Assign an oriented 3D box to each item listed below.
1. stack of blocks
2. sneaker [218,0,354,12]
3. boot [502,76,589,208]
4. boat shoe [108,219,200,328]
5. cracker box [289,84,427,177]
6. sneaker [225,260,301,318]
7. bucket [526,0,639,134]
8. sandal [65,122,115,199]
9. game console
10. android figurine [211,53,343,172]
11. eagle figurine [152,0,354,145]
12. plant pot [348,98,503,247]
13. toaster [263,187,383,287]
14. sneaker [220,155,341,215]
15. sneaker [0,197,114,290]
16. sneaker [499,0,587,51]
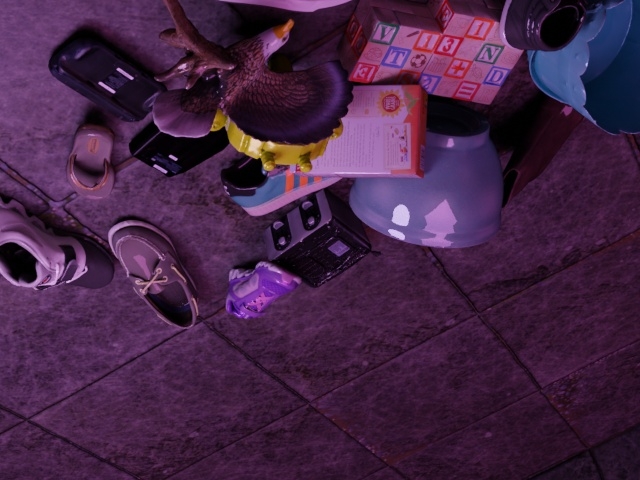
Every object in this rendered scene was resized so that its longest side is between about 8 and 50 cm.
[{"bbox_3d":[0.200,-0.349,1.779,0.297,0.087,0.171,5,135,-26],"label":"stack of blocks"},{"bbox_3d":[-0.055,-0.453,1.543,0.295,0.124,0.178,-1,147,-18],"label":"sneaker"},{"bbox_3d":[0.427,-0.190,1.969,0.090,0.207,0.248,32,141,10],"label":"boot"},{"bbox_3d":[-0.327,0.072,2.054,0.109,0.091,0.305,-24,140,6],"label":"boat shoe"},{"bbox_3d":[0.066,-0.190,1.785,0.232,0.156,0.067,2,177,18],"label":"cracker box"},{"bbox_3d":[-0.125,0.109,2.082,0.095,0.105,0.236,31,157,-24],"label":"sneaker"},{"bbox_3d":[0.509,-0.340,1.781,0.281,0.183,0.281,-14,123,-22],"label":"bucket"},{"bbox_3d":[-0.402,-0.126,1.800,0.089,0.060,0.219,6,151,-17],"label":"sandal"},{"bbox_3d":[-0.290,-0.243,1.747,0.213,0.044,0.361,-37,138,20],"label":"game console"},{"bbox_3d":[-0.080,-0.212,1.682,0.248,0.273,0.056,0,137,-23],"label":"android figurine"},{"bbox_3d":[-0.107,-0.260,1.570,0.225,0.226,0.298,-5,173,25],"label":"eagle figurine"},{"bbox_3d":[0.210,-0.143,1.892,0.293,0.293,0.196,-3,121,-18],"label":"plant pot"},{"bbox_3d":[0.000,0.000,2.084,0.168,0.110,0.185,-34,138,20],"label":"toaster"},{"bbox_3d":[-0.048,-0.153,1.892,0.302,0.108,0.121,-30,143,16],"label":"sneaker"},{"bbox_3d":[-0.519,0.046,1.912,0.122,0.146,0.330,-38,138,20],"label":"sneaker"},{"bbox_3d":[0.379,-0.440,1.643,0.104,0.147,0.296,-3,114,-24],"label":"sneaker"}]
